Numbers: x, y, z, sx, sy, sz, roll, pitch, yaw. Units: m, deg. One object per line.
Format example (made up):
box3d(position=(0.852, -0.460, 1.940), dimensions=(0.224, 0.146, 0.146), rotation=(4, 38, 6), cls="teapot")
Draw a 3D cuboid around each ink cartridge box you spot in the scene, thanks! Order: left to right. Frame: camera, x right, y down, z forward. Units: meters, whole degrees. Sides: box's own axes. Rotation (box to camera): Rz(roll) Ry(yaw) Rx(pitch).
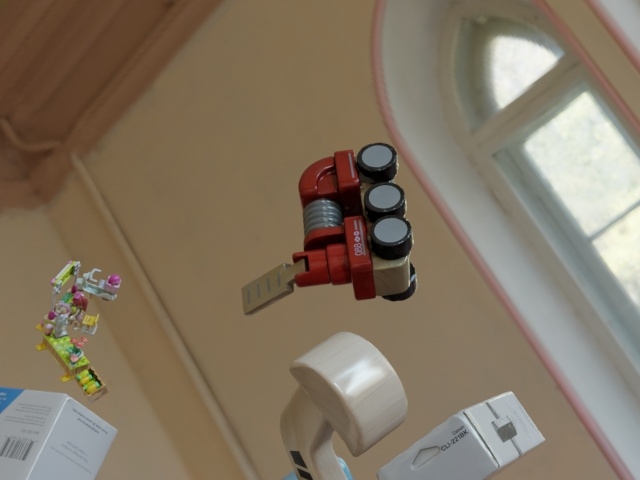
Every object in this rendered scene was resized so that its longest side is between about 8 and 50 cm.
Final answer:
box3d(position=(-0.481, 0.390, 1.600), dimensions=(0.223, 0.307, 0.129), rotation=(-1, -35, 38), cls="ink cartridge box")
box3d(position=(0.244, 0.370, 1.795), dimensions=(0.197, 0.114, 0.273), rotation=(-41, -19, 21), cls="ink cartridge box")

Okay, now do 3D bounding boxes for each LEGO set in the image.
box3d(position=(-0.405, 0.132, 1.744), dimensions=(0.132, 0.287, 0.107), rotation=(9, -55, -13), cls="LEGO set")

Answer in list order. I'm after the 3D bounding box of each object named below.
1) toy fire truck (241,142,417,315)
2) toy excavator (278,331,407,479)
box3d(position=(0.000, 0.000, 1.458), dimensions=(0.246, 0.217, 0.158), rotation=(-8, -41, 2), cls="toy fire truck")
box3d(position=(0.005, 0.347, 1.339), dimensions=(0.222, 0.445, 0.433), rotation=(-31, 8, -33), cls="toy excavator")
